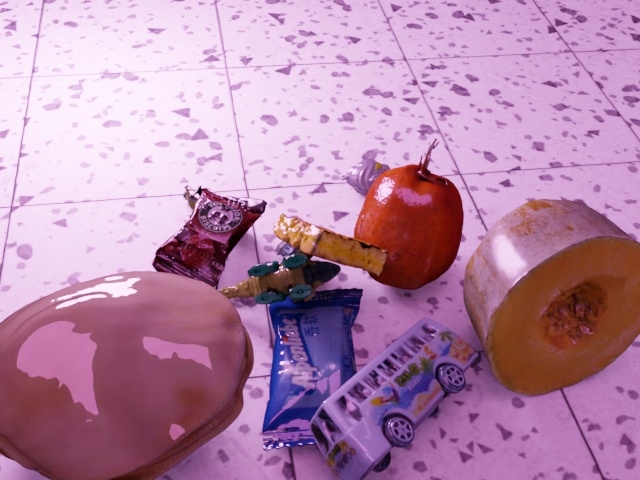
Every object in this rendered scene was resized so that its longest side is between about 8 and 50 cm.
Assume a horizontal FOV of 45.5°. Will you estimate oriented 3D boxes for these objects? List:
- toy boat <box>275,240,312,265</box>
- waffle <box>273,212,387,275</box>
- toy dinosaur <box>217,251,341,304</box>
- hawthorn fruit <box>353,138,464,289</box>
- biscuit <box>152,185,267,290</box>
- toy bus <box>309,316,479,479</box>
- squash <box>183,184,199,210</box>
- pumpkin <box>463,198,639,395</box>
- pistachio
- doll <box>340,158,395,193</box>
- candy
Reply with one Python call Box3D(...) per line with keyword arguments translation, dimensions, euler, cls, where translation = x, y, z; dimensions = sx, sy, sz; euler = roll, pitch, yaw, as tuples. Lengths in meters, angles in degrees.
Box3D(translation=(-0.063, 0.033, 1.516), dimensions=(0.066, 0.059, 0.140), euler=(40, 51, 11), cls="toy boat")
Box3D(translation=(0.000, 0.000, 1.418), dimensions=(0.160, 0.055, 0.210), euler=(18, 3, -35), cls="waffle")
Box3D(translation=(-0.091, 0.077, 1.394), dimensions=(0.259, 0.153, 0.094), euler=(-12, 85, 4), cls="toy dinosaur")
Box3D(translation=(0.178, -0.055, 1.469), dimensions=(0.211, 0.299, 0.211), euler=(8, 28, -4), cls="hawthorn fruit")
Box3D(translation=(-0.221, -0.011, 1.509), dimensions=(0.151, 0.063, 0.235), euler=(24, 61, 10), cls="biscuit")
Box3D(translation=(0.122, 0.252, 1.233), dimensions=(0.136, 0.109, 0.329), euler=(44, 44, 15), cls="toy bus")
Box3D(translation=(-0.225, -0.063, 1.608), dimensions=(0.183, 0.052, 0.052), euler=(31, 50, 22), cls="squash")
Box3D(translation=(0.397, 0.088, 1.338), dimensions=(0.332, 0.333, 0.199), euler=(-10, 33, -15), cls="pumpkin")
Box3D(translation=(-0.321, 0.206, 1.165), dimensions=(0.445, 0.282, 0.365), euler=(-10, 50, -9), cls="pistachio")
Box3D(translation=(0.133, -0.140, 1.706), dimensions=(0.180, 0.079, 0.094), euler=(3, 16, -10), cls="doll")
Box3D(translation=(-0.007, 0.213, 1.334), dimensions=(0.186, 0.077, 0.331), euler=(-4, 43, 1), cls="candy")
